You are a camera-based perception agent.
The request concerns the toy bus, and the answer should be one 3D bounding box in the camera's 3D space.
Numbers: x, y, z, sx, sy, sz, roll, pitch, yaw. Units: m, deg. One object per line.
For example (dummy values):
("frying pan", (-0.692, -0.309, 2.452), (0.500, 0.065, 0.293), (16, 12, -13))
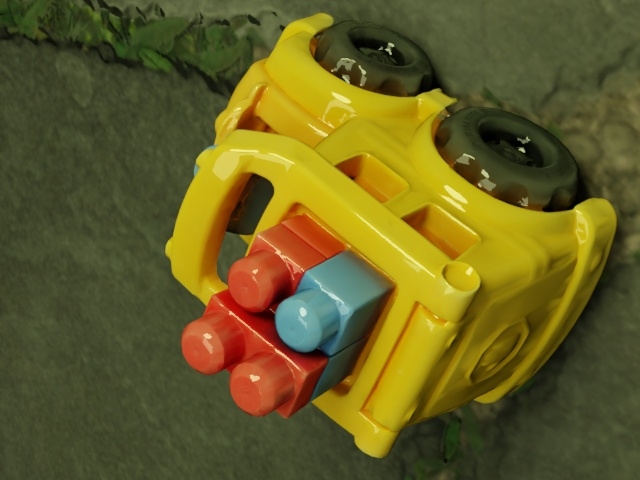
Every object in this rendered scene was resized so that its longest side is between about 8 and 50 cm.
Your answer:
("toy bus", (0.000, 0.000, 0.600), (0.220, 0.211, 0.149), (40, 128, 23))
